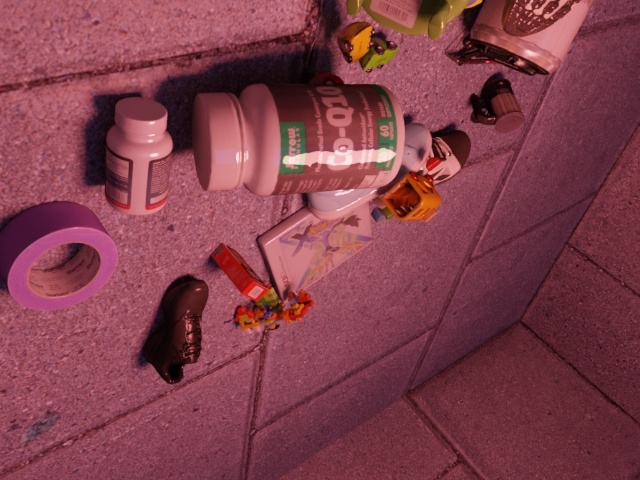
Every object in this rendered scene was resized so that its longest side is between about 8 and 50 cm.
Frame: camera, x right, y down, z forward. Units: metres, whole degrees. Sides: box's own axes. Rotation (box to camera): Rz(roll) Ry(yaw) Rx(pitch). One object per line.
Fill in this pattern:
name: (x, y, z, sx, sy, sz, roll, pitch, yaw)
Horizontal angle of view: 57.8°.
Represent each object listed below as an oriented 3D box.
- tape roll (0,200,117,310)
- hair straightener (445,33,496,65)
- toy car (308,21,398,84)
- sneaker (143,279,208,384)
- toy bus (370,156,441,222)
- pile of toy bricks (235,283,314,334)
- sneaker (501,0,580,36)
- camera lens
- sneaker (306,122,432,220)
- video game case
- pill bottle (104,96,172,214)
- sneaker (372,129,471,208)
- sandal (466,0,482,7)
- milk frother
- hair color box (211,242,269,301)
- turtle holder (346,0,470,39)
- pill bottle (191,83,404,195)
tape roll: (-0.466, 0.029, 1.030, 0.189, 0.080, 0.189, -29, 145, -23)
hair straightener: (0.401, -0.492, 1.472, 0.230, 0.047, 0.089, -14, 116, -32)
toy car: (0.074, -0.372, 1.186, 0.225, 0.053, 0.239, -32, 169, -41)
sneaker: (-0.319, 0.219, 1.373, 0.109, 0.130, 0.286, -4, 129, -44)
toy bus: (0.242, -0.098, 1.433, 0.202, 0.104, 0.191, -28, 161, -15)
pile of toy bricks: (-0.128, 0.167, 1.553, 0.212, 0.105, 0.118, -18, -161, 32)
sneaker: (0.465, -0.613, 1.159, 0.158, 0.182, 0.410, 14, 110, -32)
camera lens: (0.490, -0.533, 1.322, 0.219, 0.219, 0.274, 2, 118, -50)
sneaker: (0.124, -0.190, 1.400, 0.366, 0.135, 0.150, -38, 153, -12)
video game case: (0.000, 0.000, 1.574, 0.329, 0.036, 0.300, -35, 148, -16)
pill bottle: (-0.307, -0.143, 0.984, 0.108, 0.108, 0.180, -17, 139, -37)
sneaker: (0.284, -0.214, 1.554, 0.330, 0.122, 0.146, -36, 158, -16)
sandal: (0.320, -0.627, 1.145, 0.138, 0.126, 0.317, -4, 122, -42)
milk frother: (0.494, -0.353, 1.636, 0.129, 0.135, 0.143, -16, 147, 12)
hair color box: (-0.187, 0.073, 1.343, 0.043, 0.141, 0.072, -46, 149, 2)
turtle holder: (0.172, -0.531, 0.986, 0.227, 0.243, 0.320, -57, 142, -36)
pill bottle: (-0.044, -0.188, 1.081, 0.361, 0.204, 0.204, -7, 135, -22)
